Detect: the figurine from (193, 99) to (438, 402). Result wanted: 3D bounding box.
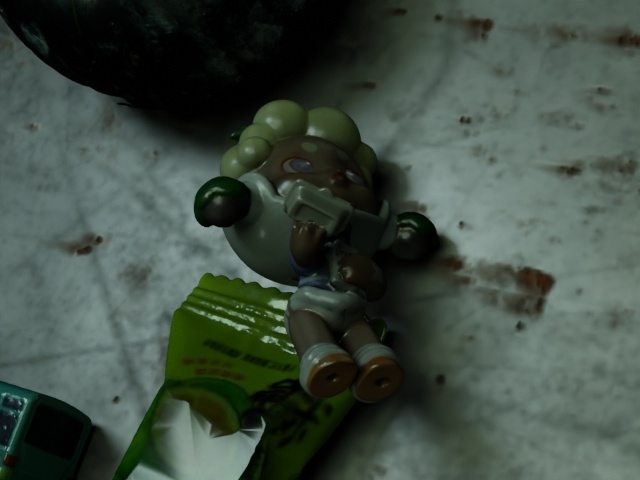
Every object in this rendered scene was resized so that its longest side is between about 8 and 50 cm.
[{"bbox_3d":[0.000,-0.001,0.808,0.093,0.147,0.197,-66,30,26],"label":"figurine"}]

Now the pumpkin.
[{"bbox_3d":[-0.100,-0.196,0.912,0.233,0.163,0.233,-5,78,25],"label":"pumpkin"}]

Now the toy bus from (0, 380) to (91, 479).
[{"bbox_3d":[-0.226,0.114,0.890,0.160,0.079,0.091,12,75,27],"label":"toy bus"}]

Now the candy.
[{"bbox_3d":[-0.060,0.132,0.812,0.149,0.069,0.246,14,66,26],"label":"candy"}]
